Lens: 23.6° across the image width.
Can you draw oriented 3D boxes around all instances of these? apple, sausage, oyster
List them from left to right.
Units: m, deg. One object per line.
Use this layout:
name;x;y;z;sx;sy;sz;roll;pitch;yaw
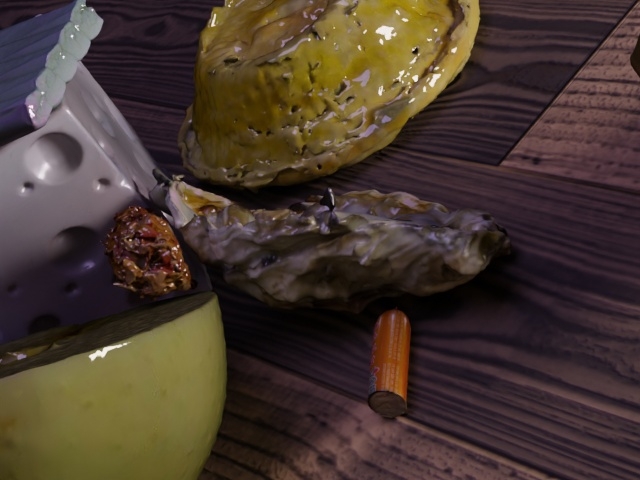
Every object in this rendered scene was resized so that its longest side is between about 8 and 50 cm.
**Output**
apple;-0.240;0.129;1.154;0.311;0.320;0.360;-64;-17;18
oyster;-0.002;0.003;1.271;0.201;0.107;0.354;-1;7;-38
sausage;0.054;0.089;1.180;0.031;0.031;0.107;-22;35;22

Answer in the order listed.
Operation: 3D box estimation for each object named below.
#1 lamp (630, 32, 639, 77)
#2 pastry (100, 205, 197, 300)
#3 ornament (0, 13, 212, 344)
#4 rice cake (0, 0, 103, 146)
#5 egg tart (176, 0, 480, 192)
lamp;0.317;-0.120;1.088;0.161;0.161;0.185;-33;29;5
pastry;-0.147;0.014;1.274;0.063;0.087;0.169;-29;3;-6
ornament;-0.280;-0.022;1.449;0.240;0.240;0.239;-34;31;4
rice cake;-0.292;-0.131;1.341;0.198;0.037;0.189;-18;36;27
egg tart;-0.016;-0.191;1.524;0.345;0.132;0.345;-25;35;20
